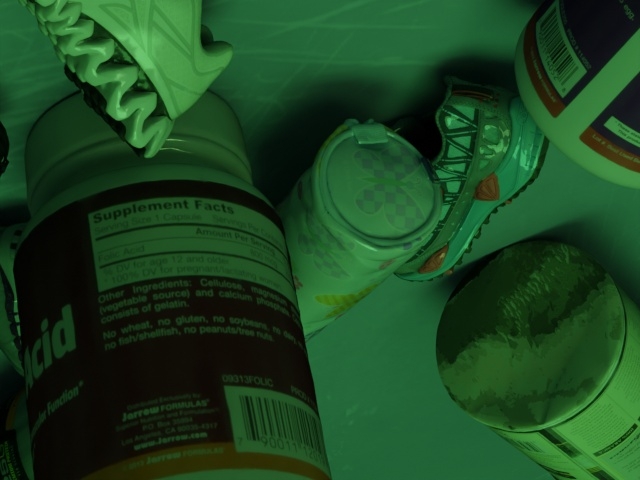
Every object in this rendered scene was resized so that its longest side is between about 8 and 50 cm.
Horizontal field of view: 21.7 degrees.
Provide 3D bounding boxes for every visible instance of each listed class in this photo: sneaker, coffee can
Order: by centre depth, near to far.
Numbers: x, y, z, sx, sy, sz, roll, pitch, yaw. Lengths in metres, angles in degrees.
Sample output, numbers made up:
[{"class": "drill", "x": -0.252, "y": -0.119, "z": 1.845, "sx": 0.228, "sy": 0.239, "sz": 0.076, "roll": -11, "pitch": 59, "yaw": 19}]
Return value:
[{"class": "sneaker", "x": -0.157, "y": -0.188, "z": 1.181, "sx": 0.118, "sy": 0.110, "sz": 0.292, "roll": -39, "pitch": 141, "yaw": -6}, {"class": "sneaker", "x": 0.099, "y": -0.063, "z": 1.486, "sx": 0.125, "sy": 0.104, "sz": 0.262, "roll": 23, "pitch": 139, "yaw": -12}, {"class": "sneaker", "x": -0.299, "y": 0.050, "z": 1.545, "sx": 0.098, "sy": 0.083, "sz": 0.223, "roll": 10, "pitch": 144, "yaw": 4}, {"class": "coffee can", "x": 0.269, "y": 0.143, "z": 1.751, "sx": 0.201, "sy": 0.201, "sz": 0.275, "roll": -24, "pitch": 147, "yaw": 19}]

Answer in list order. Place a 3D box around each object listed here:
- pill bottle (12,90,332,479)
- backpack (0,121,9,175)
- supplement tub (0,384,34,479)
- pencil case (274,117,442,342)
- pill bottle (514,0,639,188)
[{"class": "pill bottle", "x": -0.126, "y": 0.080, "z": 1.325, "sx": 0.224, "sy": 0.392, "sz": 0.224, "roll": -9, "pitch": 148, "yaw": -5}, {"class": "backpack", "x": -0.304, "y": -0.078, "z": 1.298, "sx": 0.101, "sy": 0.098, "sz": 0.120, "roll": 7, "pitch": 158, "yaw": 27}, {"class": "supplement tub", "x": -0.288, "y": 0.264, "z": 1.750, "sx": 0.207, "sy": 0.207, "sz": 0.338, "roll": 18, "pitch": 137, "yaw": -40}, {"class": "pencil case", "x": 0.000, "y": 0.000, "z": 1.459, "sx": 0.113, "sy": 0.124, "sz": 0.273, "roll": -20, "pitch": 166, "yaw": -29}, {"class": "pill bottle", "x": 0.294, "y": -0.192, "z": 1.232, "sx": 0.181, "sy": 0.181, "sz": 0.323, "roll": 6, "pitch": 145, "yaw": -27}]
